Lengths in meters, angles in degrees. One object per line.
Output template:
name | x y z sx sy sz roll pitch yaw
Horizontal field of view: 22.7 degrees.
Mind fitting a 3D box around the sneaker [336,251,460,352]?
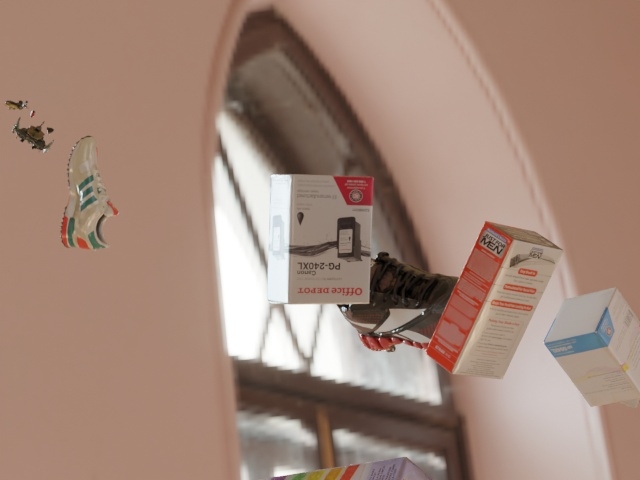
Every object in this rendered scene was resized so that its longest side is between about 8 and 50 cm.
sneaker | 0.111 0.078 2.093 0.135 0.098 0.276 44 -26 -22

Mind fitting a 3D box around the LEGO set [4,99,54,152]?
LEGO set | -0.329 -0.124 1.792 0.054 0.083 0.023 14 -55 -34

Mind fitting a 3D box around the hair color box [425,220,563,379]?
hair color box | 0.194 0.068 1.777 0.093 0.053 0.167 11 -71 -44

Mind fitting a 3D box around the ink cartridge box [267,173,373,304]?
ink cartridge box | 0.000 0.000 1.832 0.109 0.151 0.063 0 2 -28

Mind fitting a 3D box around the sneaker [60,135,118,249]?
sneaker | -0.314 -0.064 2.225 0.075 0.161 0.057 10 4 15

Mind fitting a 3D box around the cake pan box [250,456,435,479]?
cake pan box | -0.019 0.357 1.610 0.245 0.267 0.070 -17 -50 45

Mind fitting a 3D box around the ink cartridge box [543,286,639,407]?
ink cartridge box | 0.384 0.151 2.138 0.090 0.092 0.143 -17 -61 42
